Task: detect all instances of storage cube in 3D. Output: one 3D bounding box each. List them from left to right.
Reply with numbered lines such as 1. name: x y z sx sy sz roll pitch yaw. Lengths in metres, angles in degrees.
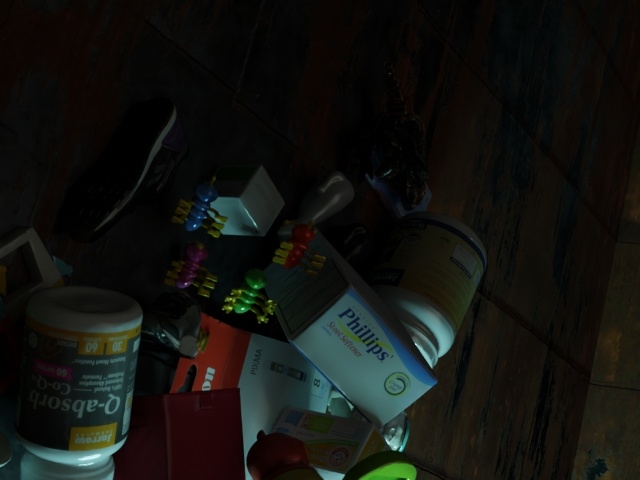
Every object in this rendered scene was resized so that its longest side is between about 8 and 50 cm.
1. storage cube: -0.242 0.335 1.613 0.215 0.184 0.193 9 75 -56

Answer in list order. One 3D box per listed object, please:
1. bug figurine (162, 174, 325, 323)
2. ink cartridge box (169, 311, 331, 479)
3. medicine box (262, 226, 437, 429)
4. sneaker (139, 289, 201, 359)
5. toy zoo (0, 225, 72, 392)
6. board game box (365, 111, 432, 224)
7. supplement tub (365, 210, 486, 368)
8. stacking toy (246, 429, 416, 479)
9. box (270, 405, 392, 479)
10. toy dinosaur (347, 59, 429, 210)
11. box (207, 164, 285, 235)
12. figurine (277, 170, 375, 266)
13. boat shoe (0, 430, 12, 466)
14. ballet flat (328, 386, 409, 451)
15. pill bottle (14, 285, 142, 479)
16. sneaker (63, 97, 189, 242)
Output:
1. bug figurine: -0.144 0.018 1.752 0.279 0.072 0.216 24 107 -24
2. ink cartridge box: -0.129 0.324 1.891 0.385 0.091 0.308 34 67 -53
3. medicine box: 0.045 0.155 1.881 0.149 0.289 0.263 -40 115 5
4. sneaker: -0.248 0.125 1.625 0.271 0.100 0.107 65 39 -82
5. toy zoo: -0.455 0.109 1.448 0.293 0.030 0.192 -40 126 -46
6. board game box: 0.171 -0.140 2.325 0.281 0.027 0.145 57 48 -41
7. supplement tub: 0.208 0.118 2.231 0.316 0.228 0.228 -61 139 -31
8. stacking toy: 0.000 0.420 1.719 0.280 0.130 0.308 -13 136 -20
9. box: 0.013 0.386 1.855 0.114 0.203 0.103 -59 135 -31
10. toy dinosaur: 0.158 -0.211 2.190 0.321 0.164 0.218 60 30 -14
11. box: -0.139 -0.071 1.820 0.087 0.101 0.102 -60 136 -32
12. figurine: 0.000 0.000 2.051 0.209 0.092 0.214 -50 131 -34
13. boat shoe: -0.510 0.300 1.345 0.227 0.081 0.079 4 53 -61
14. ballet flat: 0.080 0.327 2.072 0.409 0.147 0.146 -159 -108 -83
15. pill bottle: -0.346 0.215 1.457 0.162 0.162 0.278 -8 111 -55
16. sneaker: -0.284 -0.085 1.613 0.283 0.107 0.124 -60 144 -31
